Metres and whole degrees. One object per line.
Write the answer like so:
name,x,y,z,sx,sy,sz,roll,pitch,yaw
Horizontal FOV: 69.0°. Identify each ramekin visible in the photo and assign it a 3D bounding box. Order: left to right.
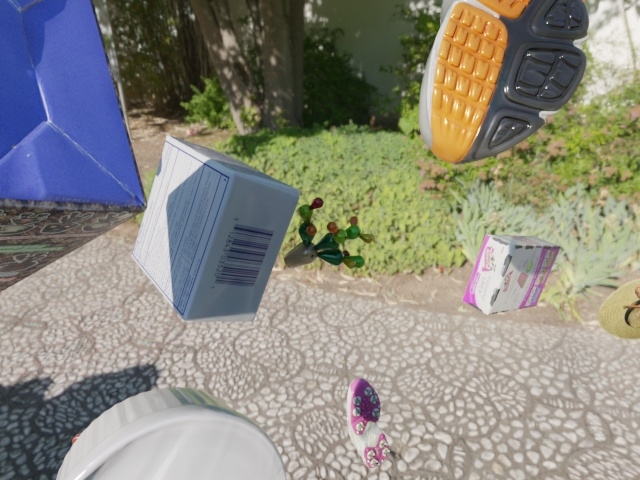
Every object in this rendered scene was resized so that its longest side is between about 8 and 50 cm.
ramekin,-0.186,0.305,0.559,0.272,0.273,0.127,-16,18,-28

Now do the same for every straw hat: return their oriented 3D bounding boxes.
straw hat,0.581,0.137,0.828,0.144,0.061,0.144,-37,20,16

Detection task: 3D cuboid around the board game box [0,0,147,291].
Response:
board game box,-0.325,-0.082,0.404,0.290,0.232,0.141,-21,-9,27

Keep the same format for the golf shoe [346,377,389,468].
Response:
golf shoe,0.121,0.556,1.453,0.115,0.307,0.140,-19,18,-26

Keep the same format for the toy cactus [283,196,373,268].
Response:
toy cactus,0.000,0.000,0.974,0.180,0.219,0.112,-26,53,24

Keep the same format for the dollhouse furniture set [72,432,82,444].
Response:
dollhouse furniture set,-0.389,0.567,0.878,0.152,0.375,0.201,-6,17,-2

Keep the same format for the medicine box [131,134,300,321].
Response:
medicine box,-0.213,-0.028,0.886,0.149,0.264,0.289,11,14,-43

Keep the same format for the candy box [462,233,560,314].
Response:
candy box,0.428,0.072,1.038,0.233,0.159,0.071,2,20,-43

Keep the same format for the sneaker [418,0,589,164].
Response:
sneaker,0.133,-0.162,0.360,0.099,0.263,0.121,28,-16,-8
